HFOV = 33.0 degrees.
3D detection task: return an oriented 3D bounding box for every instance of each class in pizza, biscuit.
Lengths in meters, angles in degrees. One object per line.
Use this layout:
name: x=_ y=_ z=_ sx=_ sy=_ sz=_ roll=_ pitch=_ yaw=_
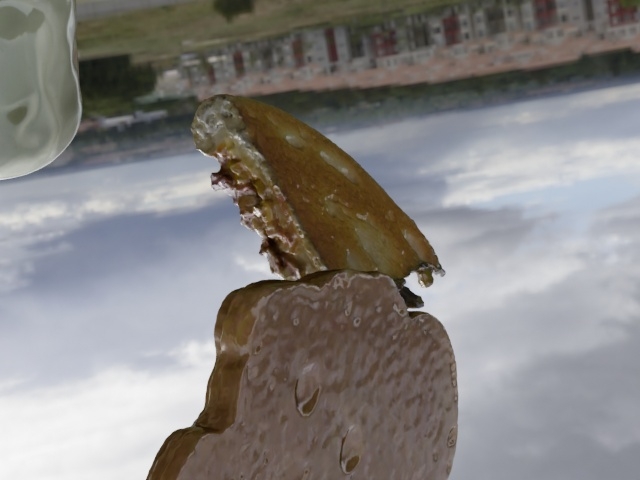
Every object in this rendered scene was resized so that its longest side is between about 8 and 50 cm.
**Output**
pizza: x=0.000 y=0.000 z=0.957 sx=0.081 sy=0.228 sz=0.289 roll=-38 pitch=128 yaw=26
biscuit: x=-0.002 y=0.155 z=0.798 sx=0.051 sy=0.269 sz=0.376 roll=1 pitch=-177 yaw=35

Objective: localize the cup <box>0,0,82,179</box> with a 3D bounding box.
cup: x=-0.353 y=-0.186 z=1.021 sx=0.255 sy=0.202 sz=0.173 roll=18 pitch=-139 yaw=10
